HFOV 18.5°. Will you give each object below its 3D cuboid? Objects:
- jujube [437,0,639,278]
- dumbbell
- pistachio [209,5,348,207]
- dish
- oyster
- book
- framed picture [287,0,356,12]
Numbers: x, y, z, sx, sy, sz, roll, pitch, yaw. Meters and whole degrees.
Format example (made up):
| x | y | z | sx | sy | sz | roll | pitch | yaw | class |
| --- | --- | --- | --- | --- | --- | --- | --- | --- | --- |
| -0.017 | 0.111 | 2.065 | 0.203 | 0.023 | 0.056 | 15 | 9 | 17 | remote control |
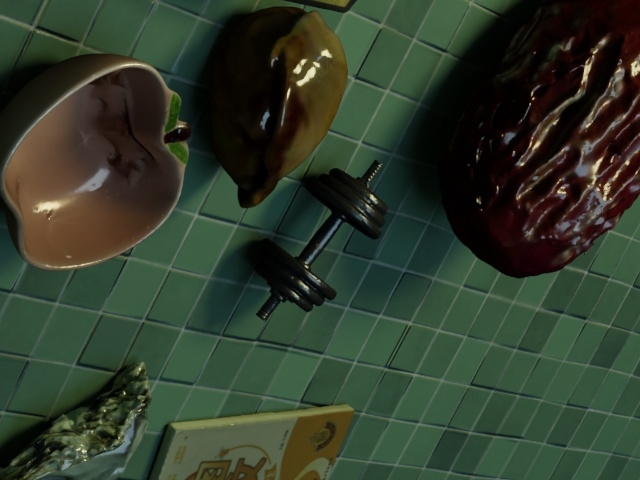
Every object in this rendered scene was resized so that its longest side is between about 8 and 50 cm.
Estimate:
| x | y | z | sx | sy | sz | roll | pitch | yaw | class |
| --- | --- | --- | --- | --- | --- | --- | --- | --- | --- |
| 0.288 | -0.136 | 2.202 | 0.376 | 0.258 | 0.258 | -43 | 142 | -6 | jujube |
| 0.000 | 0.000 | 2.086 | 0.208 | 0.099 | 0.099 | -53 | 143 | -3 | dumbbell |
| -0.049 | -0.130 | 1.921 | 0.165 | 0.130 | 0.210 | -73 | 180 | -69 | pistachio |
| -0.222 | -0.082 | 1.788 | 0.213 | 0.090 | 0.213 | -26 | 134 | -30 | dish |
| -0.274 | 0.236 | 1.973 | 0.252 | 0.087 | 0.199 | -55 | 154 | 12 | oyster |
| -0.096 | 0.290 | 2.269 | 0.295 | 0.020 | 0.208 | -1 | 119 | -47 | book |
| -0.055 | -0.310 | 1.694 | 0.338 | 0.014 | 0.255 | 7 | 140 | -33 | framed picture |
